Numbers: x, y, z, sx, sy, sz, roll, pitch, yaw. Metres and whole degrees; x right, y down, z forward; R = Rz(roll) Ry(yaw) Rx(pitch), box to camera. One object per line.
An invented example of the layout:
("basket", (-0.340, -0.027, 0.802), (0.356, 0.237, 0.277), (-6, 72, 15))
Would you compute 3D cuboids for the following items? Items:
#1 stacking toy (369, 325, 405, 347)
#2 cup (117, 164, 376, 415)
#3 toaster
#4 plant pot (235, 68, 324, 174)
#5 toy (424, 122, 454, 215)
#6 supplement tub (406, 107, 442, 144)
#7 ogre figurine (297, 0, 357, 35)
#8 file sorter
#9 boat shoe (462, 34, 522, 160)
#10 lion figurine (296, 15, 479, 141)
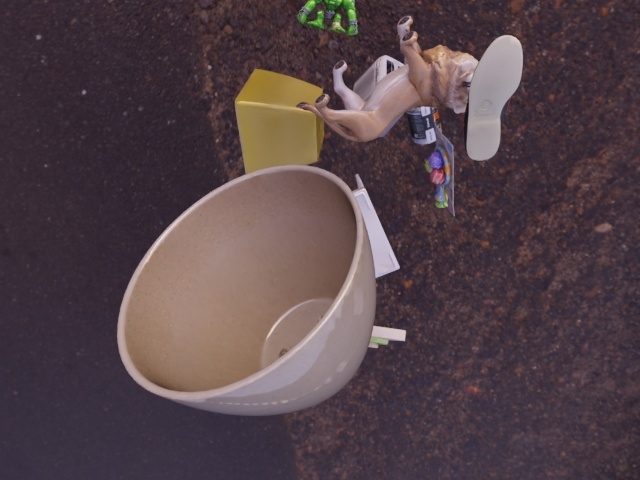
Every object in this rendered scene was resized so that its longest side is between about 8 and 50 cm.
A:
("stacking toy", (0.028, 0.250, 1.024), (0.279, 0.130, 0.309), (10, 167, -4))
("cup", (-0.057, 0.096, 0.617), (0.331, 0.331, 0.237), (-24, 133, 12))
("toaster", (0.176, -0.423, 1.313), (0.129, 0.227, 0.146), (20, 149, -24))
("plant pot", (-0.091, -0.305, 1.180), (0.187, 0.212, 0.212), (3, 131, 7))
("toy", (0.332, -0.191, 1.284), (0.056, 0.137, 0.237), (-18, 130, 2))
("supplement tub", (0.382, -0.466, 1.692), (0.117, 0.117, 0.190), (-18, 131, 8))
("ogre figurine", (0.031, -0.749, 1.477), (0.197, 0.097, 0.118), (18, 106, 18))
("file sorter", (0.000, 0.000, 1.011), (0.277, 0.173, 0.193), (-23, 111, 9))
("boat shoe", (0.182, -0.155, 0.492), (0.048, 0.042, 0.133), (4, 129, 7))
("lion figurine", (0.165, -0.326, 1.030), (0.392, 0.142, 0.240), (-25, 134, 19))
